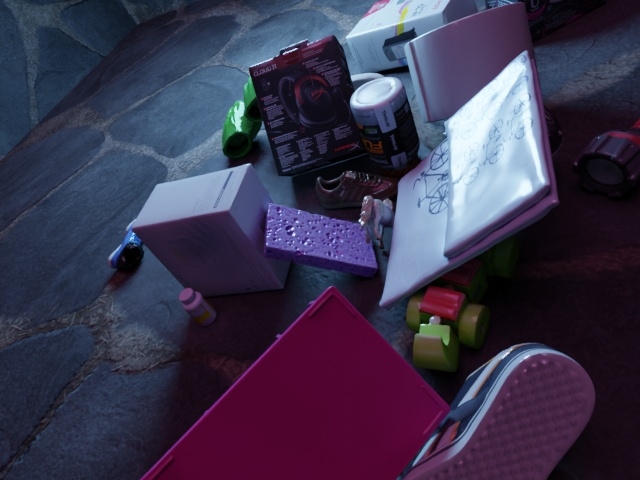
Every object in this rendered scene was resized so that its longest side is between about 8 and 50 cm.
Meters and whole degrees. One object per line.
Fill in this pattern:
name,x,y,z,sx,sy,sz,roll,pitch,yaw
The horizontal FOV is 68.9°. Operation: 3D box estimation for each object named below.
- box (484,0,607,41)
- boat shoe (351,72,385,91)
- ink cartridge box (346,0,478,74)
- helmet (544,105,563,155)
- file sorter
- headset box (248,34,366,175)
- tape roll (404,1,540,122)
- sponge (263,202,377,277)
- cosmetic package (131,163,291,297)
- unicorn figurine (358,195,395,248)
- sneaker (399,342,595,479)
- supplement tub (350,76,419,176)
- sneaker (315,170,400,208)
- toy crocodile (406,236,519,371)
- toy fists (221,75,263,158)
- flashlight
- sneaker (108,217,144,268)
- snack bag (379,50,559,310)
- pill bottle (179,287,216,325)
box,0.572,-0.638,1.197,0.247,0.142,0.163,-28,42,1
boat shoe,0.015,-0.393,1.268,0.340,0.127,0.158,-17,49,15
ink cartridge box,0.261,-0.609,1.333,0.306,0.131,0.226,3,48,40
helmet,0.336,-0.179,0.844,0.169,0.162,0.170,-1,57,1
file sorter,-0.034,0.238,0.588,0.290,0.202,0.182,-44,0,-16
headset box,-0.026,-0.321,1.101,0.217,0.294,0.110,-15,3,15
tape roll,0.313,-0.360,0.972,0.245,0.169,0.246,-17,13,4
sponge,0.000,0.000,0.868,0.209,0.031,0.117,12,43,-13
cosmetic package,-0.203,-0.008,0.934,0.224,0.224,0.138,-8,45,23
unicorn figurine,0.116,-0.042,0.893,0.060,0.162,0.111,-5,72,15
sneaker,0.185,0.259,0.544,0.126,0.127,0.321,39,97,12
supplement tub,0.144,-0.236,0.996,0.116,0.190,0.117,-16,42,15
sneaker,0.077,-0.115,0.999,0.188,0.071,0.066,-10,38,21
toy crocodile,0.222,0.055,0.727,0.115,0.105,0.341,12,55,37
toy fists,-0.193,-0.360,1.307,0.279,0.096,0.142,-45,42,41
flashlight,0.561,-0.206,0.804,0.304,0.103,0.103,-46,41,-16
sneaker,-0.472,0.008,1.191,0.084,0.058,0.152,3,54,39
snack bag,0.207,-0.088,0.734,0.342,0.037,0.323,-44,25,47
pill bottle,-0.245,0.131,0.926,0.043,0.083,0.043,-15,43,15
